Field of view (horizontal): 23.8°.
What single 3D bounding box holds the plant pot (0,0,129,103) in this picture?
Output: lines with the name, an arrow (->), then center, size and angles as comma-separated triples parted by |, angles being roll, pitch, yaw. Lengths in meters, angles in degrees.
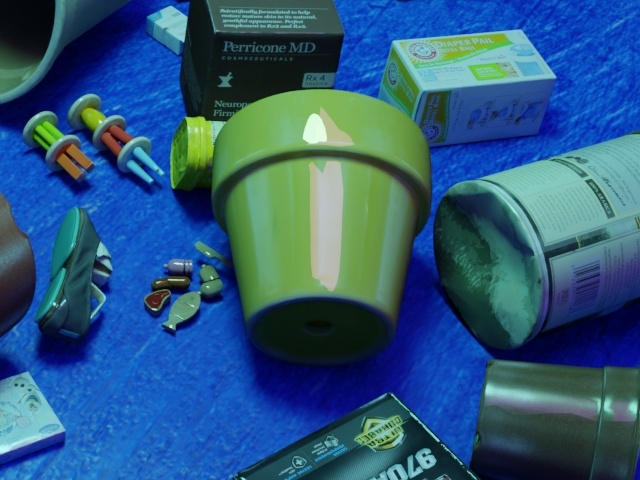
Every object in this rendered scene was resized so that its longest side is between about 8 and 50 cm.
plant pot -> -0.376, -0.378, 1.963 | 0.333, 0.334, 0.305 | 29, 34, 17

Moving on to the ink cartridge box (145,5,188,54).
ink cartridge box -> -0.195, -0.286, 2.093 | 0.083, 0.028, 0.048 | 37, 47, 25

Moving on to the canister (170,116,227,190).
canister -> -0.090, -0.102, 1.853 | 0.169, 0.126, 0.073 | 2, 77, -15

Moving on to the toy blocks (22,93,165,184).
toy blocks -> -0.274, -0.109, 1.863 | 0.123, 0.054, 0.148 | -28, 56, -37

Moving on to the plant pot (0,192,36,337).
plant pot -> -0.442, 0.057, 1.508 | 0.272, 0.272, 0.265 | 30, 36, 18

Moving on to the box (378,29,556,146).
box -> 0.195, -0.205, 2.048 | 0.203, 0.103, 0.114 | -8, 46, -22

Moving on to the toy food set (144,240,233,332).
toy food set -> -0.158, 0.054, 1.744 | 0.078, 0.019, 0.122 | 32, 53, 20

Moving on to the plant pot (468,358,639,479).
plant pot -> 0.246, 0.200, 1.593 | 0.165, 0.167, 0.167 | 9, 42, 7

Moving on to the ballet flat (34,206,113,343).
ballet flat -> -0.271, 0.043, 1.698 | 0.074, 0.074, 0.203 | 8, 36, -5

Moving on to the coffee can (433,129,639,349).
coffee can -> 0.300, -0.005, 1.785 | 0.275, 0.201, 0.201 | -16, 49, -28

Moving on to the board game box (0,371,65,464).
board game box -> -0.322, 0.184, 1.559 | 0.090, 0.020, 0.090 | -18, 50, -30

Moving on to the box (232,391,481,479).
box -> 0.044, 0.265, 1.540 | 0.220, 0.051, 0.175 | -23, 53, -34

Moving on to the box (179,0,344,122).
box -> -0.080, -0.232, 1.935 | 0.168, 0.203, 0.167 | -1, 44, -14

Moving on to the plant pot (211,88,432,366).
plant pot -> 0.000, 0.000, 1.694 | 0.254, 0.254, 0.239 | 6, 58, -8
